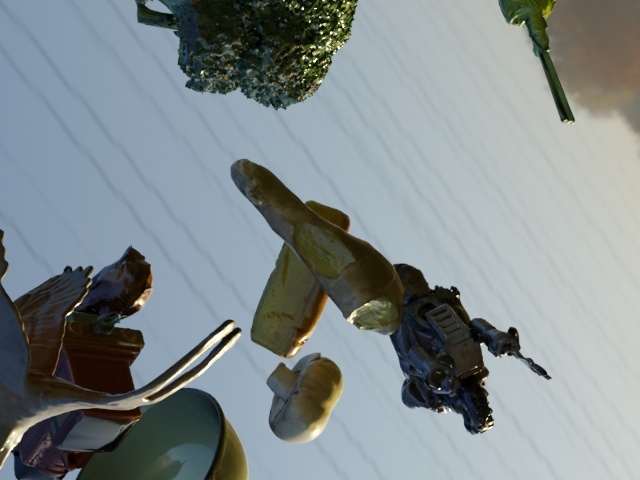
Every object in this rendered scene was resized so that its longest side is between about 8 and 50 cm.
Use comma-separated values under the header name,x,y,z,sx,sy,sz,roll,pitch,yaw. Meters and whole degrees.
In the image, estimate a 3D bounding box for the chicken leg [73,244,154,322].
name,x,y,z,sx,sy,sz,roll,pitch,yaw
chicken leg,-0.402,0.110,2.406,0.093,0.304,0.113,45,-148,-35

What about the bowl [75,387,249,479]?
name,x,y,z,sx,sy,sz,roll,pitch,yaw
bowl,-0.259,0.455,2.496,0.185,0.354,0.354,49,-160,-31

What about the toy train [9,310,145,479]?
name,x,y,z,sx,sy,sz,roll,pitch,yaw
toy train,-0.410,0.259,2.289,0.163,0.369,0.232,12,-138,-35

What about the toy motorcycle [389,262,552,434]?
name,x,y,z,sx,sy,sz,roll,pitch,yaw
toy motorcycle,0.165,0.143,1.813,0.401,0.134,0.207,-140,31,-69

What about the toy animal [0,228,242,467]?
name,x,y,z,sx,sy,sz,roll,pitch,yaw
toy animal,-0.275,0.152,1.451,0.284,0.302,0.225,28,170,20

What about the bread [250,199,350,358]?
name,x,y,z,sx,sy,sz,roll,pitch,yaw
bread,-0.025,0.062,2.127,0.094,0.245,0.102,24,-167,8

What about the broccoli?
name,x,y,z,sx,sy,sz,roll,pitch,yaw
broccoli,-0.088,-0.287,1.571,0.308,0.275,0.308,3,-90,-73

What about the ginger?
name,x,y,z,sx,sy,sz,roll,pitch,yaw
ginger,0.000,0.000,1.773,0.294,0.086,0.131,45,-151,2

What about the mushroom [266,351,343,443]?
name,x,y,z,sx,sy,sz,roll,pitch,yaw
mushroom,-0.033,0.250,2.268,0.122,0.154,0.154,35,-158,-8

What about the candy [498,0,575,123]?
name,x,y,z,sx,sy,sz,roll,pitch,yaw
candy,0.291,-0.254,1.852,0.077,0.073,0.262,101,160,-53
